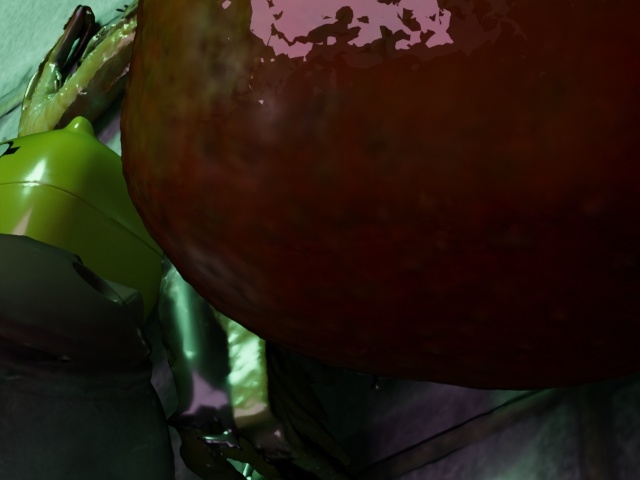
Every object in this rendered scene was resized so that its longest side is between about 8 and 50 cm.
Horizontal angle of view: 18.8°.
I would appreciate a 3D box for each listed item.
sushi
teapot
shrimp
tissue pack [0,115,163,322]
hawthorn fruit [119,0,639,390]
[{"bbox_3d":[-0.007,0.001,0.985,0.131,0.139,0.291,-13,53,20],"label":"sushi"},{"bbox_3d":[-0.169,0.147,0.947,0.315,0.233,0.312,-15,-57,-80],"label":"teapot"},{"bbox_3d":[-0.146,-0.133,1.308,0.178,0.034,0.124,-46,31,24],"label":"shrimp"},{"bbox_3d":[-0.174,0.005,1.157,0.178,0.123,0.127,-11,49,46],"label":"tissue pack"},{"bbox_3d":[0.103,-0.061,0.762,0.369,0.285,0.284,21,80,26],"label":"hawthorn fruit"}]
